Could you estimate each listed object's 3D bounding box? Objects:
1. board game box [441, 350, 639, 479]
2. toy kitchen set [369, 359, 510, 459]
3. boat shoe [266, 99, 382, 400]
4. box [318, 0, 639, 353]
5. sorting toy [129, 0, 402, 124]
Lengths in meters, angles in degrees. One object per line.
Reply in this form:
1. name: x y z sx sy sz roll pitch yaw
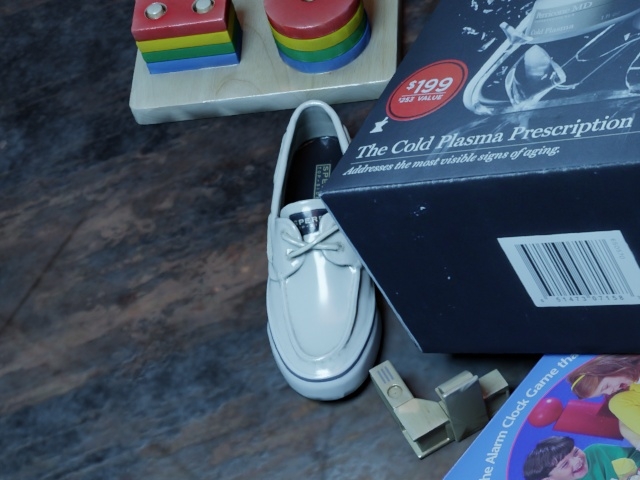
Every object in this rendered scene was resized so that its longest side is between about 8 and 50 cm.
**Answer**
1. board game box: 0.267 0.107 1.003 0.347 0.078 0.233 -47 33 -19
2. toy kitchen set: 0.089 0.105 1.112 0.083 0.068 0.075 -28 52 -7
3. boat shoe: 0.000 0.000 1.202 0.096 0.088 0.267 -3 53 12
4. box: 0.229 -0.089 1.059 0.343 0.179 0.312 -4 41 40
5. sorting toy: -0.054 -0.248 1.401 0.255 0.089 0.257 -5 53 11
